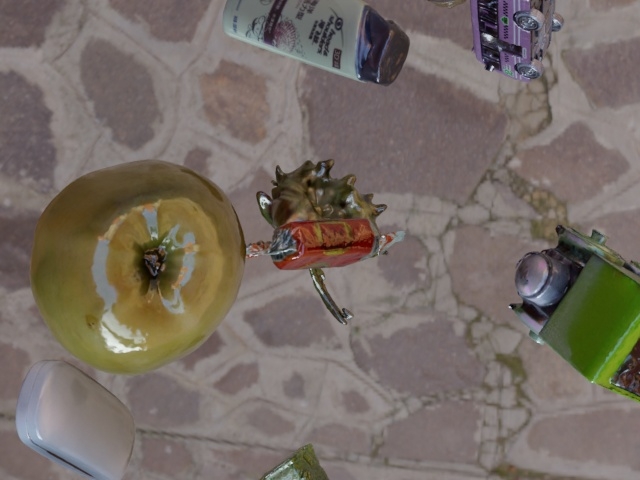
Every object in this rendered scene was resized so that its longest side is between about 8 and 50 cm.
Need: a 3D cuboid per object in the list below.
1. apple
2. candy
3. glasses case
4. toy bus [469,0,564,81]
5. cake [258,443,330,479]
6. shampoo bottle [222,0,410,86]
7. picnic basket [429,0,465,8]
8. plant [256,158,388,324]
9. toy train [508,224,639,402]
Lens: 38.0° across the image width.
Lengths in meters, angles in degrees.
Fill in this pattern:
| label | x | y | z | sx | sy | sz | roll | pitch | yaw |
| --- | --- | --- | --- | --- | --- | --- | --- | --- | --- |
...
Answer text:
| label | x | y | z | sx | sy | sz | roll | pitch | yaw |
| --- | --- | --- | --- | --- | --- | --- | --- | --- | --- |
| apple | -0.214 | 0.026 | 1.097 | 0.263 | 0.262 | 0.262 | 6 | 127 | 8 |
| candy | 0.004 | 0.004 | 1.331 | 0.292 | 0.059 | 0.086 | -4 | 161 | -38 |
| glasses case | -0.199 | 0.154 | 0.775 | 0.045 | 0.067 | 0.178 | 2 | 154 | 13 |
| toy bus | 0.223 | -0.265 | 1.073 | 0.098 | 0.086 | 0.178 | 19 | 163 | 20 |
| cake | 0.003 | 0.445 | 1.492 | 0.100 | 0.099 | 0.235 | -39 | 90 | 17 |
| shampoo bottle | -0.010 | -0.364 | 1.564 | 0.360 | 0.078 | 0.134 | 26 | 100 | 35 |
| picnic basket | 0.118 | -0.256 | 0.872 | 0.072 | 0.083 | 0.072 | 1 | 96 | 12 |
| plant | -0.024 | 0.020 | 1.653 | 0.251 | 0.180 | 0.333 | 43 | 140 | 14 |
| toy train | 0.413 | 0.113 | 1.241 | 0.307 | 0.249 | 0.173 | 24 | 102 | -32 |
